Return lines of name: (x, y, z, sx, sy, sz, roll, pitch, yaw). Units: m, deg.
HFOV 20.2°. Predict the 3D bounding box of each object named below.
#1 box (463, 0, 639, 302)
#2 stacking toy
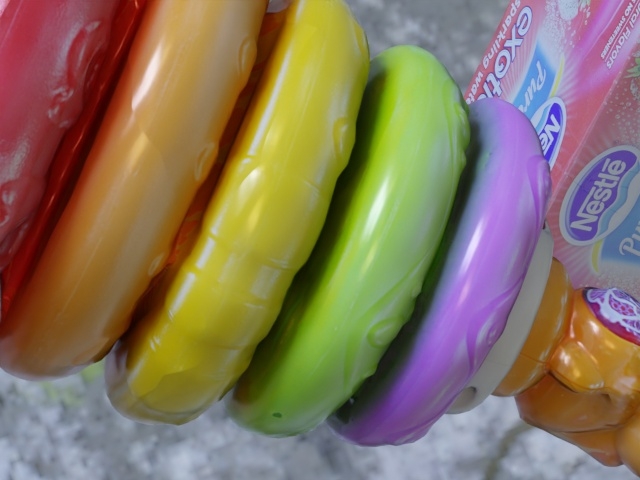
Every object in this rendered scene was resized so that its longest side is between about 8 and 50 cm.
box: (0.182, -0.064, 1.096, 0.154, 0.142, 0.300, -109, 35, -48)
stacking toy: (0.000, 0.000, 0.497, 0.165, 0.302, 0.175, -62, 12, 18)
